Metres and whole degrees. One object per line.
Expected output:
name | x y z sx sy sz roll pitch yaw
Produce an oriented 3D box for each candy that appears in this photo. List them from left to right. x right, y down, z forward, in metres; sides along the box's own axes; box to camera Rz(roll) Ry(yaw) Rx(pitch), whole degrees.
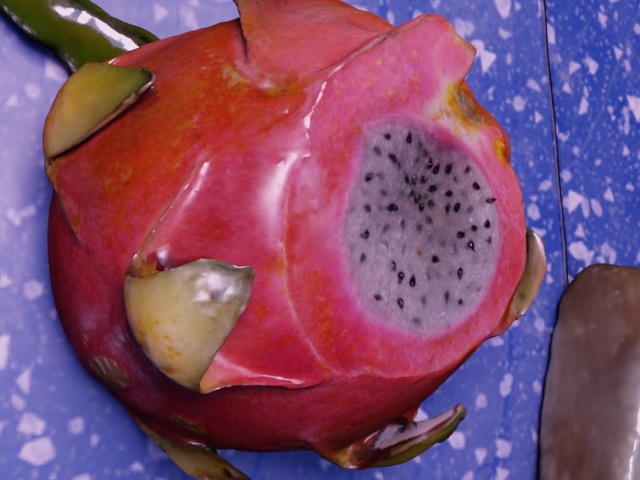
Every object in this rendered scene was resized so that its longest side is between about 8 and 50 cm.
candy | 0.241 0.137 0.667 0.104 0.102 0.234 18 79 -25

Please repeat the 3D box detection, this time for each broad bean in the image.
broad bean | -0.145 -0.129 0.527 0.195 0.046 0.061 48 69 -13

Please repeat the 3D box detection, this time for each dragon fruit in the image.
dragon fruit | 0.000 0.000 0.486 0.290 0.189 0.290 -5 100 -31
